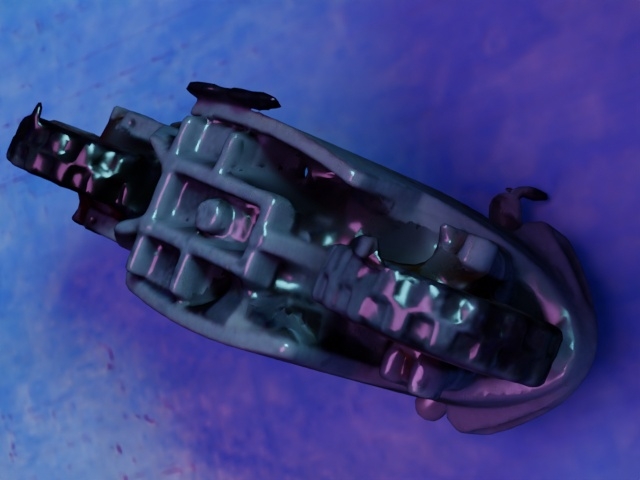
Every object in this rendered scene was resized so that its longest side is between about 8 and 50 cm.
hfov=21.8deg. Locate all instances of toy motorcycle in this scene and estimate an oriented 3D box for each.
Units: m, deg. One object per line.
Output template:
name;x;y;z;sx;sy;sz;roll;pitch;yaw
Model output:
toy motorcycle;0.000;0.000;0.507;0.215;0.122;0.080;23;91;44
